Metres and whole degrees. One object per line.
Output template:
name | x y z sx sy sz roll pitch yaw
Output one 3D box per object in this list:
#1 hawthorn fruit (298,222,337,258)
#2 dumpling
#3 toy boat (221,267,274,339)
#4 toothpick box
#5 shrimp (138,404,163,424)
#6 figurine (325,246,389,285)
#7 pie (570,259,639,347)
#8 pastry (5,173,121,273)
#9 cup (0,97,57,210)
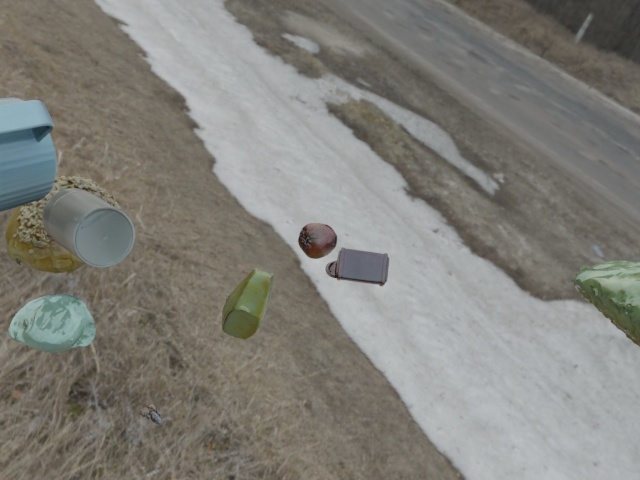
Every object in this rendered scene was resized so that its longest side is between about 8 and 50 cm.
hawthorn fruit | -0.004 -0.001 1.280 0.077 0.077 0.077 19 32 -12
dumpling | -0.718 0.233 1.773 0.219 0.108 0.152 10 53 -14
toy boat | -0.112 0.098 0.993 0.065 0.172 0.066 19 54 -12
toothpick box | -0.414 -0.026 1.167 0.111 0.111 0.181 -2 15 -38
shrimp | -0.439 0.453 1.720 0.092 0.029 0.038 15 60 32
figurine | 0.090 0.074 1.636 0.155 0.098 0.082 7 70 4
pie | 0.281 0.079 0.400 0.275 0.105 0.257 20 13 -41
pastry | -0.698 -0.060 1.785 0.285 0.184 0.315 22 43 16
cup | -0.753 -0.194 1.389 0.257 0.331 0.311 41 35 16
